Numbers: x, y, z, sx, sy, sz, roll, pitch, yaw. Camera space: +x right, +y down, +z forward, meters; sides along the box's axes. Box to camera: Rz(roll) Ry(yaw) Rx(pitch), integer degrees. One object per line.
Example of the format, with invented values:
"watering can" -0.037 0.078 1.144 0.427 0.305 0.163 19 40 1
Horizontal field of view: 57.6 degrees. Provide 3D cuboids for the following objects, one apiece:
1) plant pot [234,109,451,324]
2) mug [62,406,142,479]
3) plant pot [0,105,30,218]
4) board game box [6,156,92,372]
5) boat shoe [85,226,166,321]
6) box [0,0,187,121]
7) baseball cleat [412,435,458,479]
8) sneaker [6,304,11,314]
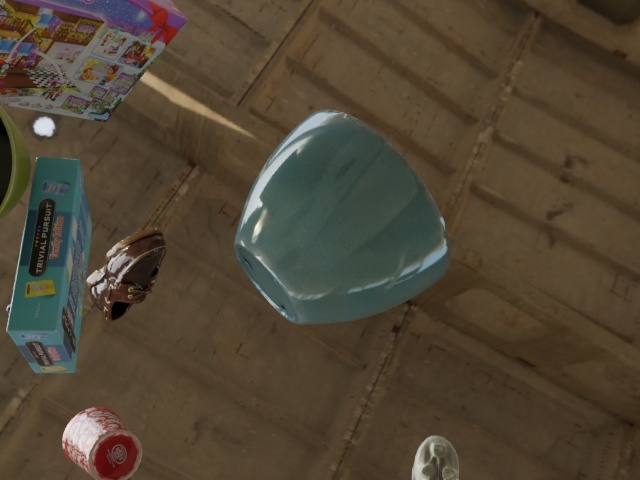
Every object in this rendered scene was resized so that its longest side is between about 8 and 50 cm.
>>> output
"plant pot" 0.000 0.000 0.788 0.195 0.290 0.290 -38 -95 -18
"mug" -0.380 0.384 1.062 0.150 0.169 0.113 43 -116 -22
"plant pot" -0.593 -0.125 0.939 0.275 0.293 0.274 -1 -85 -11
"board game box" -0.501 0.053 1.102 0.079 0.254 0.336 3 -118 -14
"boat shoe" -0.252 0.050 0.777 0.073 0.207 0.073 -18 -102 -39
"box" -0.316 -0.250 0.706 0.201 0.293 0.057 -43 -100 17
"baseball cleat" 0.139 0.351 0.721 0.072 0.109 0.206 11 -109 12
"sneaker" -0.596 0.187 1.221 0.170 0.068 0.071 36 -143 22
